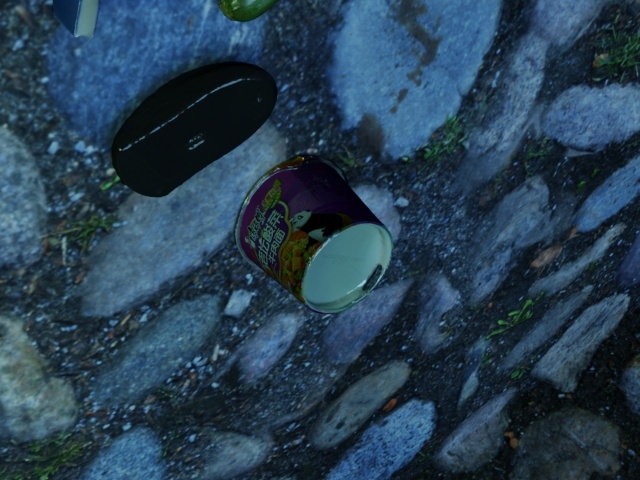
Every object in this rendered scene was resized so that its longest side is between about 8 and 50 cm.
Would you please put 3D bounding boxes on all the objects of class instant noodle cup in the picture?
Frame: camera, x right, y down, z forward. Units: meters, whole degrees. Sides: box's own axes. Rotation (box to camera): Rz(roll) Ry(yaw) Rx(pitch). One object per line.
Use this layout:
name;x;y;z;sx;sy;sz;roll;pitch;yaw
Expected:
instant noodle cup;0.000;0.000;1.306;0.251;0.190;0.251;-22;134;-25

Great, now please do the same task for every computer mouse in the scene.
computer mouse;-0.191;-0.177;1.083;0.270;0.086;0.137;-35;145;1

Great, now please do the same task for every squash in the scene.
squash;-0.057;-0.394;1.029;0.219;0.068;0.077;-49;134;4

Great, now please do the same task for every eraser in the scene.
eraser;-0.300;-0.293;0.898;0.027;0.084;0.063;-4;126;-39
